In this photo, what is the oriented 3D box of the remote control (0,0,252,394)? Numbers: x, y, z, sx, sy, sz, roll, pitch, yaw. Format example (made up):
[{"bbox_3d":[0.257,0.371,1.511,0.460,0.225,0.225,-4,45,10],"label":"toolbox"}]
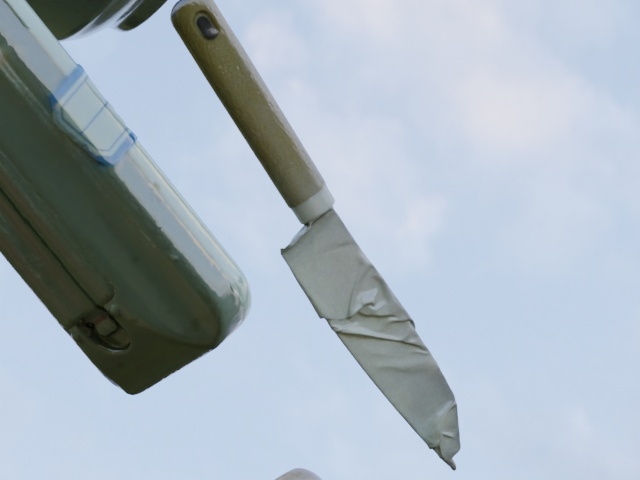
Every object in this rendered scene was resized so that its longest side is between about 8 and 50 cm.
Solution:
[{"bbox_3d":[-0.177,-0.062,1.025,0.335,0.065,0.128,51,-39,-5],"label":"remote control"}]

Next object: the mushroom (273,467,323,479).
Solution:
[{"bbox_3d":[0.049,0.264,1.456,0.206,0.209,0.206,-8,-33,-5],"label":"mushroom"}]

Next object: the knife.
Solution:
[{"bbox_3d":[-0.001,0.000,1.034,0.298,0.047,0.017,57,-24,-12],"label":"knife"}]

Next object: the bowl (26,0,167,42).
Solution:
[{"bbox_3d":[-0.134,-0.206,1.183,0.112,0.211,0.211,35,-45,-23],"label":"bowl"}]
